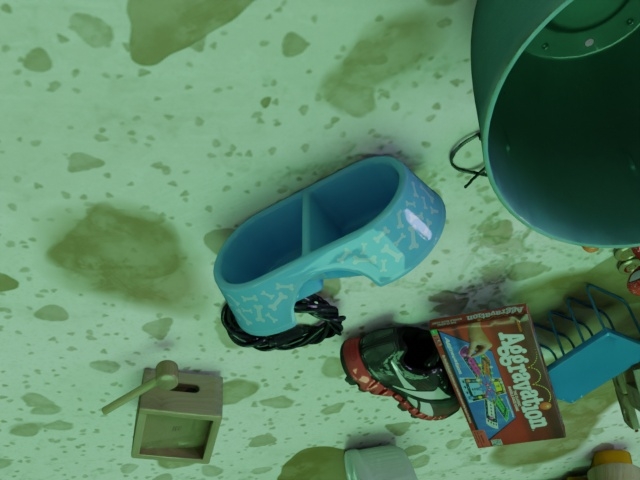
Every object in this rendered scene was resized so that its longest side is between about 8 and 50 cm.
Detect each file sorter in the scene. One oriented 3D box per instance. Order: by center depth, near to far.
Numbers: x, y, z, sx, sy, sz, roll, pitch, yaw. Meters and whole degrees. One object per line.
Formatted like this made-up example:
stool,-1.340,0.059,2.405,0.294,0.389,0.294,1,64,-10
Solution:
file sorter,0.409,0.163,1.217,0.118,0.104,0.170,21,132,-31

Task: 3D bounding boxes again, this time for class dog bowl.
dog bowl,0.000,0.000,0.914,0.297,0.166,0.074,-25,125,18

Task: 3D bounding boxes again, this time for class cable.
cable,-0.051,0.123,1.126,0.184,0.047,0.150,21,131,-32

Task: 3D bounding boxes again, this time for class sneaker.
sneaker,0.162,0.211,1.230,0.135,0.098,0.276,-34,133,29

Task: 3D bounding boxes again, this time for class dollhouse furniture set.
dollhouse furniture set,0.570,0.246,1.260,0.129,0.129,0.183,-15,177,7

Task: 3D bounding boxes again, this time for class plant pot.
plant pot,0.267,-0.179,0.681,0.293,0.235,0.293,-2,136,-2

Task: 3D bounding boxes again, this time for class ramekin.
ramekin,0.127,0.496,1.480,0.109,0.207,0.207,-13,140,-9

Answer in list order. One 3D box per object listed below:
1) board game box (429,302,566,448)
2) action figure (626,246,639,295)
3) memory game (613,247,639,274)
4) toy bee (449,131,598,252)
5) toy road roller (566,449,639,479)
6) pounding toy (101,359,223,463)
board game box,0.277,0.216,1.180,0.145,0.027,0.281,-14,124,19
action figure,0.392,-0.064,0.775,0.091,0.139,0.280,27,100,9
memory game,0.522,0.003,1.123,0.186,0.012,0.186,-6,140,-5
toy bee,0.331,-0.057,0.904,0.298,0.162,0.195,-22,140,15
toy road roller,0.587,0.621,1.720,0.240,0.202,0.329,-2,142,8
pounding toy,-0.246,0.246,1.205,0.181,0.094,0.206,9,127,-13
